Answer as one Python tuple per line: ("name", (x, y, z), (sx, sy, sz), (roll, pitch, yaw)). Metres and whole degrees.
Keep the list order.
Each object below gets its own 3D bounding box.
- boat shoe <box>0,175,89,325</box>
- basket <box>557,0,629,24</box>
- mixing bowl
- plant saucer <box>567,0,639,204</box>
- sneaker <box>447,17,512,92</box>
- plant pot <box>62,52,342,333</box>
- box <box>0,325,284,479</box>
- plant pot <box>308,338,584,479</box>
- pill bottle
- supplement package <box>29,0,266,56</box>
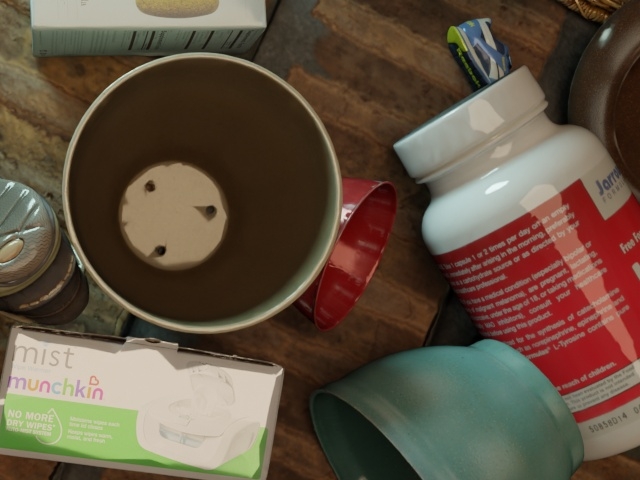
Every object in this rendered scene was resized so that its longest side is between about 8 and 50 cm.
("boat shoe", (-0.341, -0.006, 1.108), (0.132, 0.355, 0.130), (-41, 131, -14))
("basket", (0.468, -0.354, 1.362), (0.299, 0.213, 0.223), (23, 81, -11))
("mixing bowl", (0.000, 0.000, 1.264), (0.098, 0.181, 0.181), (25, 80, 18))
("plant saucer", (0.455, -0.159, 1.365), (0.311, 0.050, 0.310), (-1, 111, -2))
("sneaker", (0.210, -0.204, 1.373), (0.059, 0.053, 0.144), (-29, 95, -16))
("plant pot", (-0.134, -0.037, 1.164), (0.256, 0.274, 0.256), (1, 87, -13))
("box", (-0.191, 0.160, 1.160), (0.262, 0.231, 0.126), (11, 84, -14))
("plant pot", (0.153, 0.228, 1.216), (0.196, 0.293, 0.293), (-33, 94, -19))
("pill bottle", (0.259, 0.021, 1.279), (0.229, 0.229, 0.407), (-33, 95, -13))
("supplement package", (-0.192, -0.280, 1.237), (0.244, 0.134, 0.139), (-4, 88, -14))
